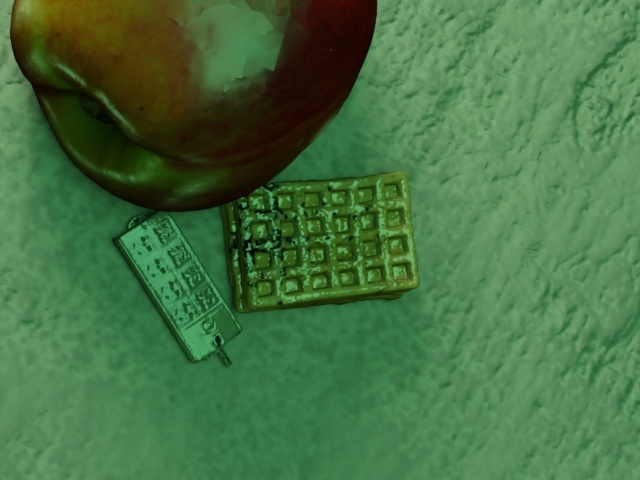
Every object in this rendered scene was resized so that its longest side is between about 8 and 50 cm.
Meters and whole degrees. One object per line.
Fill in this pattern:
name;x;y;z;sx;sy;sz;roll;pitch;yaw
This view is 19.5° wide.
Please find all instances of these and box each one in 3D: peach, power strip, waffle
peach;-0.073;-0.162;1.361;0.275;0.245;0.249;-52;131;-25
power strip;-0.105;0.039;1.420;0.051;0.019;0.136;-34;98;-20
waffle;0.000;0.000;1.447;0.148;0.042;0.102;-5;88;-19
